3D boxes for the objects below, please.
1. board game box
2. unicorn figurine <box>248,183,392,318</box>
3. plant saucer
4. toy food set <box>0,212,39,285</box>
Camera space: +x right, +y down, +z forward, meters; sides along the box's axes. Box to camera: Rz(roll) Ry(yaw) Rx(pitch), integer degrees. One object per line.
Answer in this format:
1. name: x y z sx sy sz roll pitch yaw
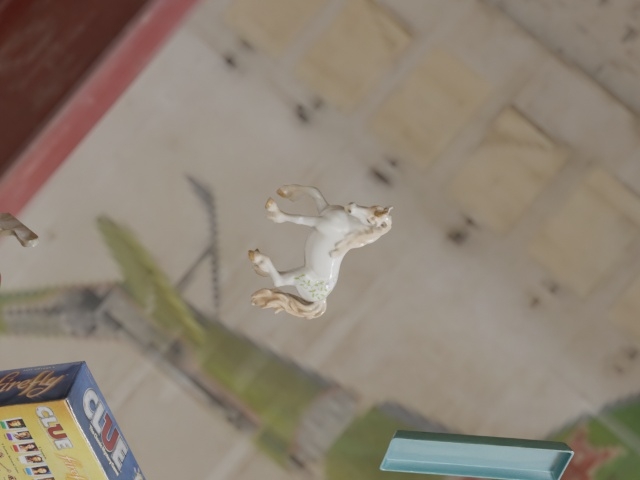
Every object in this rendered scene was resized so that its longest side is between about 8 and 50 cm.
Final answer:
1. board game box: -0.199 0.198 1.398 0.042 0.165 0.243 -70 -34 -50
2. unicorn figurine: 0.000 0.000 1.716 0.111 0.162 0.060 24 -143 9
3. plant saucer: 0.160 0.221 2.012 0.192 0.018 0.067 5 143 -10
4. toy food set: -0.331 0.045 1.600 0.128 0.218 0.071 19 121 59
